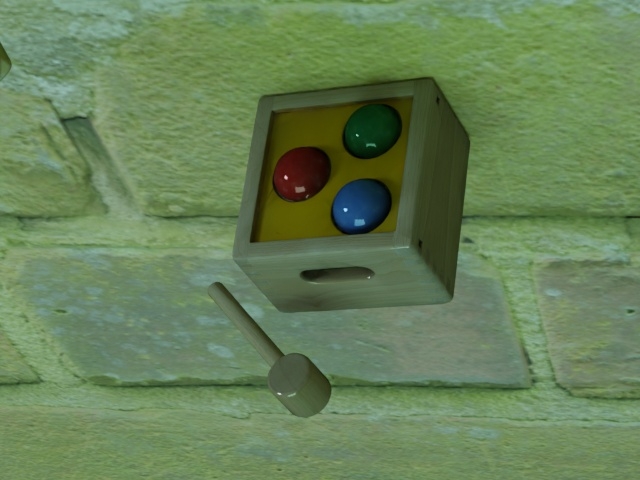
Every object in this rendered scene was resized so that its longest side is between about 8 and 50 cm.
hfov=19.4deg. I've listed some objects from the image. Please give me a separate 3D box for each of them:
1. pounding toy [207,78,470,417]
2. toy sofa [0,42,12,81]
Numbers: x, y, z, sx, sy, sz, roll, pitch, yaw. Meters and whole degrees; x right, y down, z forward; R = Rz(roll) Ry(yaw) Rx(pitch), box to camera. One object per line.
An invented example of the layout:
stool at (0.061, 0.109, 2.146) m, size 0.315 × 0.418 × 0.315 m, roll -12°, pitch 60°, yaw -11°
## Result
pounding toy at (-0.009, 0.006, 1.241) m, size 0.181 × 0.206 × 0.094 m, roll -4°, pitch 150°, yaw 23°
toy sofa at (-0.364, -0.149, 1.021) m, size 0.177 × 0.150 × 0.362 m, roll -47°, pitch 132°, yaw 9°
